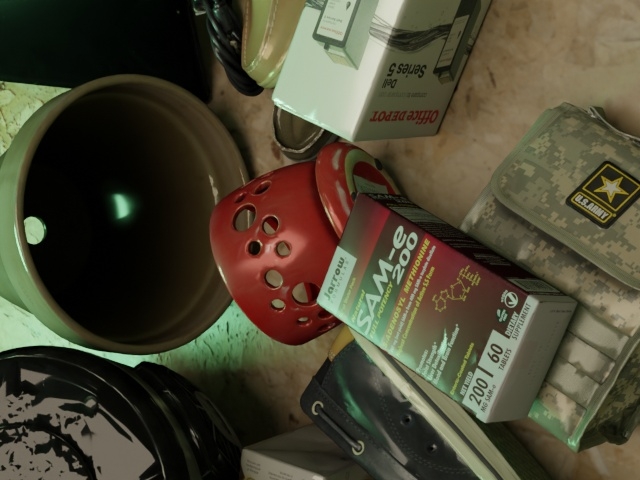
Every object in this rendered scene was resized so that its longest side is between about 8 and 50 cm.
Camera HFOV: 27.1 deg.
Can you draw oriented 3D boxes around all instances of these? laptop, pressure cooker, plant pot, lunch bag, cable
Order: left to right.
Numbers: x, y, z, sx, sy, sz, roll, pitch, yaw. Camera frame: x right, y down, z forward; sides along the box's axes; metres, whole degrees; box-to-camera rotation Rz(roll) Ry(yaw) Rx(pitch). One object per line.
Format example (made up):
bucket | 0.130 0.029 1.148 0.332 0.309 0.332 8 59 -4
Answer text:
laptop | -0.302 -0.419 1.661 0.382 0.236 0.408 8 132 21
plant pot | -0.289 -0.019 1.609 0.280 0.323 0.323 -7 91 49
pressure cooker | -0.275 0.316 1.557 0.375 0.420 0.370 10 80 14
cable | -0.102 -0.245 1.541 0.047 0.184 0.151 -26 107 6
plant pot | 0.000 0.000 1.471 0.174 0.191 0.191 -27 80 26
lunch bag | 0.263 0.028 1.319 0.235 0.169 0.287 37 106 30

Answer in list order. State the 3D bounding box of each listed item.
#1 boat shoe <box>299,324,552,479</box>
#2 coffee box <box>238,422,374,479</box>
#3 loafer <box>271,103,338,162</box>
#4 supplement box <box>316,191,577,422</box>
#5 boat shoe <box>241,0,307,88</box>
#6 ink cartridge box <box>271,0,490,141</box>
boat shoe | 0.162 0.289 1.380 0.156 0.187 0.500 -45 69 9
coffee box | -0.016 0.377 1.528 0.118 0.168 0.297 13 101 31
loafer | -0.009 -0.210 1.513 0.094 0.087 0.251 24 107 29
supplement box | 0.115 0.060 1.281 0.239 0.073 0.130 33 109 39
boat shoe | -0.060 -0.335 1.462 0.121 0.110 0.341 -20 60 60
ink cartridge box | 0.083 -0.248 1.385 0.114 0.198 0.273 30 110 26
